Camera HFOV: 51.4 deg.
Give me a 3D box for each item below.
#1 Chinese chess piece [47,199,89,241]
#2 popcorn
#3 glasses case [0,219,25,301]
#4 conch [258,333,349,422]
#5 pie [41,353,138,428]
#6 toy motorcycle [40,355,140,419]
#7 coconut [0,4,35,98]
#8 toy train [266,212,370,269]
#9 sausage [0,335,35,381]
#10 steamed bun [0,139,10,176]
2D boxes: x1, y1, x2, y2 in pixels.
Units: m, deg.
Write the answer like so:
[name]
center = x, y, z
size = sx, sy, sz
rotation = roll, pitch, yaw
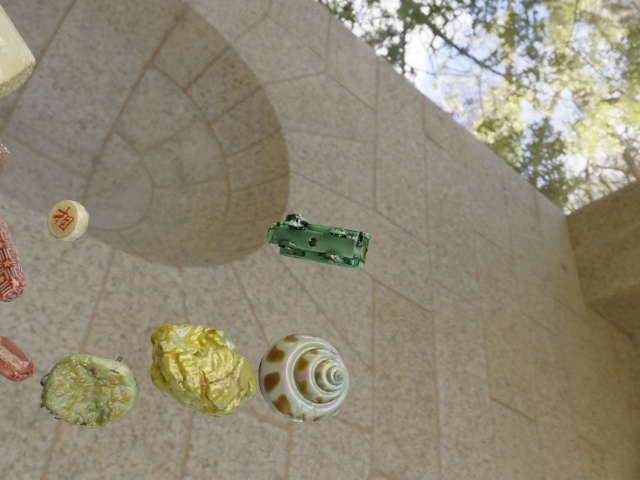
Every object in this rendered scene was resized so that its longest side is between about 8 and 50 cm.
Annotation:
[Chinese chess piece]
center = -0.734, -0.056, 1.931
size = 0.122, 0.051, 0.122
rotation = -4, -101, 19
[popcorn]
center = -0.379, 0.423, 2.091
size = 0.334, 0.293, 0.293
rotation = 27, -60, 44
[glasses case]
center = -0.665, 0.044, 1.387
size = 0.073, 0.049, 0.195
rotation = -35, -116, 10
[conch]
center = -0.024, 0.335, 1.601
size = 0.197, 0.249, 0.368
rotation = -63, -160, 3
[pie]
center = -0.459, 0.300, 1.331
size = 0.187, 0.186, 0.041
rotation = -49, -153, 18
[toy motorcycle]
center = -0.710, 0.456, 2.040
size = 0.205, 0.274, 0.127
rotation = -74, 171, -63
[coconut]
center = -0.800, -0.443, 1.502
size = 0.239, 0.244, 0.239
rotation = -18, -140, 16
[toy train]
center = 0.000, 0.000, 1.700
size = 0.269, 0.154, 0.115
rotation = 9, -91, 19
[sausage]
center = -0.758, 0.290, 1.617
size = 0.076, 0.141, 0.076
rotation = -53, 179, -1
[steamed bun]
center = -0.956, -0.191, 1.701
size = 0.301, 0.251, 0.199
rotation = -42, -178, -5
